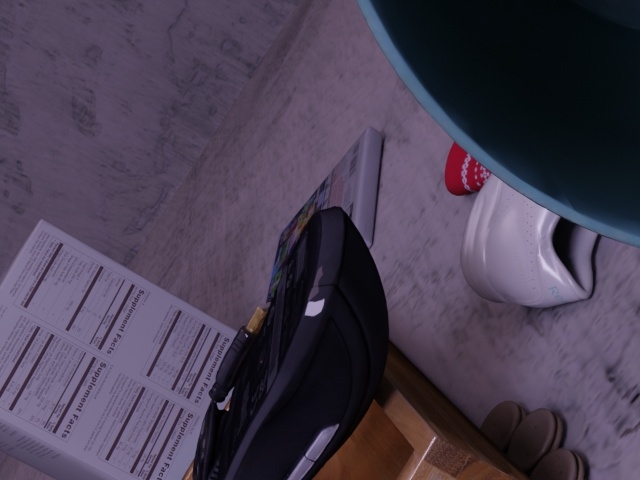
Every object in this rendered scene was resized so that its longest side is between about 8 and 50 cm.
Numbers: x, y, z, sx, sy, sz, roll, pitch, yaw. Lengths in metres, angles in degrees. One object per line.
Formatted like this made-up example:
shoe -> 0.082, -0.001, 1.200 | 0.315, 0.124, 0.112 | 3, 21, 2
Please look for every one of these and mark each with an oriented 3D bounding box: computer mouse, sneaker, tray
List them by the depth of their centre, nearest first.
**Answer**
computer mouse -> -0.016, 0.079, 0.608 | 0.184, 0.060, 0.262 | -88, 19, -59
sneaker -> 0.145, -0.065, 0.629 | 0.094, 0.080, 0.212 | 5, 87, 57
tray -> -0.005, 0.160, 0.674 | 0.203, 0.076, 0.411 | -59, 12, 2

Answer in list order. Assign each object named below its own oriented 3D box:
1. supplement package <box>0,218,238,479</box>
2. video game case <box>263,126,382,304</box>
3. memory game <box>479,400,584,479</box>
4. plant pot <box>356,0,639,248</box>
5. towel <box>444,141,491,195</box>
supplement package -> -0.246, 0.145, 1.158 | 0.199, 0.262, 0.198 | -30, 31, 61
video game case -> 0.000, 0.000, 1.115 | 0.183, 0.023, 0.201 | -50, 18, 32
memory game -> 0.072, 0.167, 0.559 | 0.186, 0.012, 0.186 | -53, 16, 22
plant pot -> 0.158, -0.161, 0.421 | 0.293, 0.293, 0.235 | -55, 2, 17
towel -> 0.185, -0.135, 0.750 | 0.199, 0.031, 0.275 | -64, 15, -15
